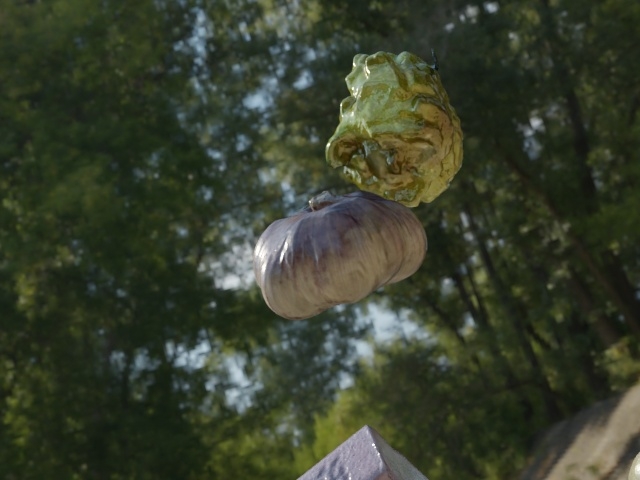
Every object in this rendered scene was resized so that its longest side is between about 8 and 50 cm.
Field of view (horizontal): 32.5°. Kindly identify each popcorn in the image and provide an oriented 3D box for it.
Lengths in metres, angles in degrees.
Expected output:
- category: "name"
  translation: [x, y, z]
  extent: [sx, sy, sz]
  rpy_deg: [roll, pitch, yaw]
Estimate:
- category: "popcorn"
  translation: [0.086, -0.124, 1.170]
  extent: [0.142, 0.173, 0.173]
  rpy_deg: [-11, -8, 35]

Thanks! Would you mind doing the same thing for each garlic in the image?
- category: "garlic"
  translation: [0.015, 0.004, 1.004]
  extent: [0.159, 0.102, 0.147]
  rpy_deg: [-19, 9, -5]

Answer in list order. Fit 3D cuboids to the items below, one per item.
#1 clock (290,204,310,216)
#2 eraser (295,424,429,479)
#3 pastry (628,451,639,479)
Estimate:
- category: "clock"
  translation: [0.000, 0.000, 1.191]
  extent: [0.085, 0.085, 0.017]
  rpy_deg: [-5, -9, -40]
- category: "eraser"
  translation: [0.009, 0.428, 1.322]
  extent: [0.359, 0.122, 0.272]
  rpy_deg: [-40, -62, 8]
- category: "pastry"
  translation: [0.482, 0.306, 1.444]
  extent: [0.156, 0.092, 0.156]
  rpy_deg: [-12, -55, -18]
